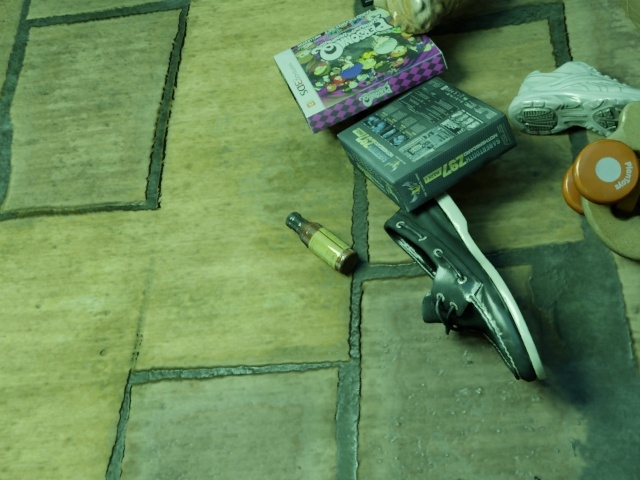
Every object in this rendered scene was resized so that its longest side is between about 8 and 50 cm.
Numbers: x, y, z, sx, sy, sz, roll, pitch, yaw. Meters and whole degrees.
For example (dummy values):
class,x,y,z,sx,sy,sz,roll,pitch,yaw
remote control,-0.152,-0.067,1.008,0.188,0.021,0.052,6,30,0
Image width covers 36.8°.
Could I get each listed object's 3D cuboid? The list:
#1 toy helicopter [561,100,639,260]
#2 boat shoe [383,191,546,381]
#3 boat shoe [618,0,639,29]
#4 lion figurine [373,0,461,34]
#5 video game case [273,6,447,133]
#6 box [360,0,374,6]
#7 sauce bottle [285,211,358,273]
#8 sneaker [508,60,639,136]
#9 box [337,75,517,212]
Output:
class,x,y,z,sx,sy,sz,roll,pitch,yaw
toy helicopter,0.506,-0.116,1.266,0.235,0.140,0.355,43,89,10
boat shoe,0.177,0.064,1.266,0.113,0.127,0.340,-27,54,1
boat shoe,0.522,-0.362,1.445,0.092,0.103,0.285,-19,59,-2
lion figurine,0.248,-0.472,1.530,0.392,0.240,0.142,-18,8,-28
video game case,0.057,-0.284,1.540,0.232,0.042,0.210,-25,42,1
box,0.073,-0.564,1.649,0.103,0.184,0.261,-15,56,7
sauce bottle,0.000,0.000,1.409,0.042,0.042,0.128,-43,56,-11
sneaker,0.396,-0.217,1.398,0.232,0.090,0.115,7,58,19
box,0.147,-0.145,1.389,0.183,0.059,0.232,-31,28,-6
